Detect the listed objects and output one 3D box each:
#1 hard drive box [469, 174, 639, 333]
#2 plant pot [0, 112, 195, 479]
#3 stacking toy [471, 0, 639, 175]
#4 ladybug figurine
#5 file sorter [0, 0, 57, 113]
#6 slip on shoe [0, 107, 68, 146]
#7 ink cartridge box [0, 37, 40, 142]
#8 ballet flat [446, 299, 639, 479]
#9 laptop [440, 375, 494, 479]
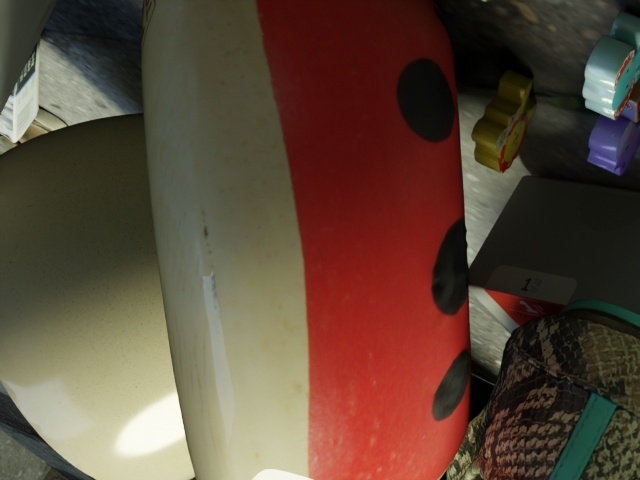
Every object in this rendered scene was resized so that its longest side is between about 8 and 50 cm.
[{"bbox_3d":[0.229,0.067,1.162,0.181,0.089,0.232,12,154,49],"label":"hard drive box"},{"bbox_3d":[-0.093,0.020,1.369,0.191,0.284,0.284,-26,129,30],"label":"plant pot"},{"bbox_3d":[0.151,-0.071,0.964,0.167,0.052,0.221,25,162,21],"label":"stacking toy"},{"bbox_3d":[0.000,0.000,1.053,0.161,0.305,0.449,-4,133,2],"label":"ladybug figurine"},{"bbox_3d":[-0.358,-0.172,1.272,0.173,0.193,0.278,-2,145,38],"label":"file sorter"},{"bbox_3d":[-0.287,-0.111,1.660,0.135,0.041,0.051,29,164,8],"label":"slip on shoe"},{"bbox_3d":[-0.326,-0.178,1.532,0.208,0.045,0.206,34,164,0],"label":"ink cartridge box"},{"bbox_3d":[0.136,0.188,1.195,0.164,0.182,0.483,27,164,11],"label":"ballet flat"},{"bbox_3d":[0.063,0.165,1.664,0.234,0.264,0.137,25,126,20],"label":"laptop"}]
